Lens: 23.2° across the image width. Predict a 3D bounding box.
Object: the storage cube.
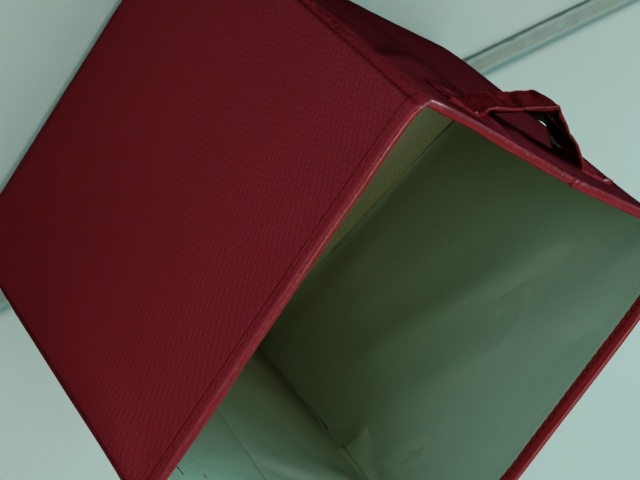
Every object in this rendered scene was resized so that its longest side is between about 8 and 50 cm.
[{"bbox_3d":[0.000,0.000,0.671,0.183,0.193,0.215,22,107,-43],"label":"storage cube"}]
